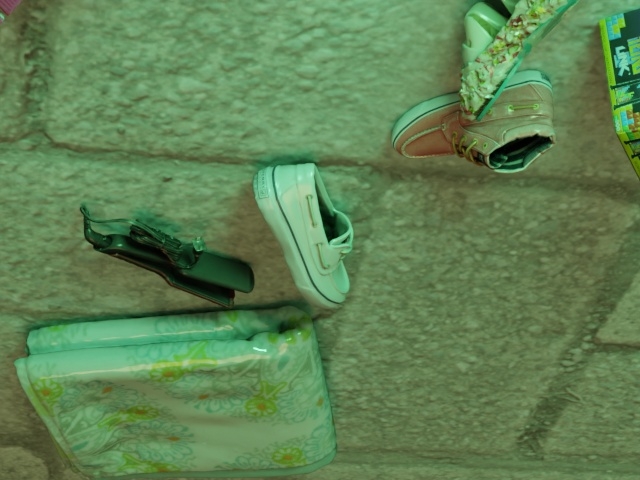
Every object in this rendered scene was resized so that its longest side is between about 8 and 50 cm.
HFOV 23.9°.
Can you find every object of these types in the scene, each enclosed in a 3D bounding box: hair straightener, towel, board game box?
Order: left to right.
[{"bbox_3d":[-0.166,0.007,1.700,0.230,0.047,0.089,28,136,-30],"label":"hair straightener"},{"bbox_3d":[-0.177,0.209,1.945,0.375,0.090,0.320,-5,146,4],"label":"towel"},{"bbox_3d":[0.320,-0.116,1.452,0.048,0.141,0.170,-14,144,21],"label":"board game box"}]

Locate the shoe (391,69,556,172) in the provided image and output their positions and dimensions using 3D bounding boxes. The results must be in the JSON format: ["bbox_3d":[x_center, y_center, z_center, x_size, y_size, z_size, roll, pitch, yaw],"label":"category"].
[{"bbox_3d":[0.152,-0.103,1.513,0.178,0.081,0.063,-20,142,24],"label":"shoe"}]

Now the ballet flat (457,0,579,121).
[{"bbox_3d":[0.180,-0.208,1.382,0.077,0.091,0.241,37,133,-1],"label":"ballet flat"}]

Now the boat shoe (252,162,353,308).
[{"bbox_3d":[0.000,0.000,1.653,0.076,0.083,0.226,-12,144,16],"label":"boat shoe"}]

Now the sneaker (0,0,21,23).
[{"bbox_3d":[-0.231,-0.267,1.245,0.252,0.111,0.103,-25,135,-6],"label":"sneaker"}]
